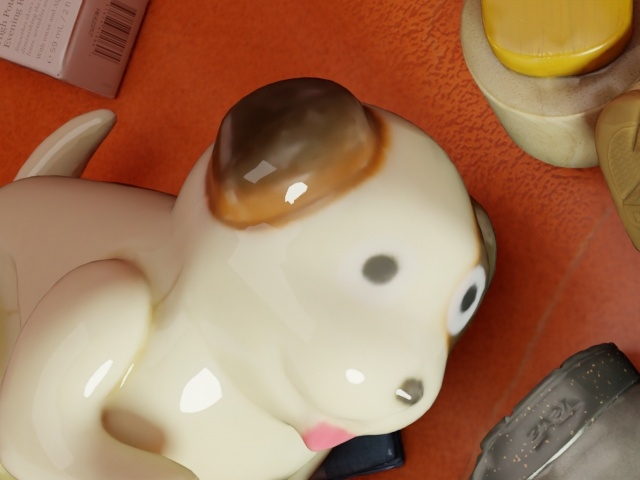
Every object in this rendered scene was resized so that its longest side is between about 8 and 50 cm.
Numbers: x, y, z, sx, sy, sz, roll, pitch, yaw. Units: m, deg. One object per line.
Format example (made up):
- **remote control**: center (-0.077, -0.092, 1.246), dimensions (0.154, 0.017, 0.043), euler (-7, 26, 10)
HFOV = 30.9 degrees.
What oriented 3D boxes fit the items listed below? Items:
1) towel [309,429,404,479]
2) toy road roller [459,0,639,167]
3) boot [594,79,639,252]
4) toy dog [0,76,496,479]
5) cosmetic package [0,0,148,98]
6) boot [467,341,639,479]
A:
- **towel**: center (0.003, 0.145, 0.854), dimensions (0.119, 0.029, 0.067), euler (-18, 71, 27)
- **toy road roller**: center (0.217, -0.219, 0.701), dimensions (0.241, 0.202, 0.329), euler (0, 81, 18)
- **boot**: center (0.271, -0.025, 0.681), dimensions (0.203, 0.262, 0.095), euler (-43, 30, -27)
- **toy dog**: center (-0.077, 0.057, 0.776), dimensions (0.408, 0.284, 0.395), euler (-20, 44, 31)
- **cosmetic package**: center (-0.270, -0.216, 1.030), dimensions (0.231, 0.085, 0.117), euler (20, 92, 29)
- **boot**: center (0.140, 0.249, 0.720), dimensions (0.222, 0.118, 0.338), euler (48, 110, 20)
